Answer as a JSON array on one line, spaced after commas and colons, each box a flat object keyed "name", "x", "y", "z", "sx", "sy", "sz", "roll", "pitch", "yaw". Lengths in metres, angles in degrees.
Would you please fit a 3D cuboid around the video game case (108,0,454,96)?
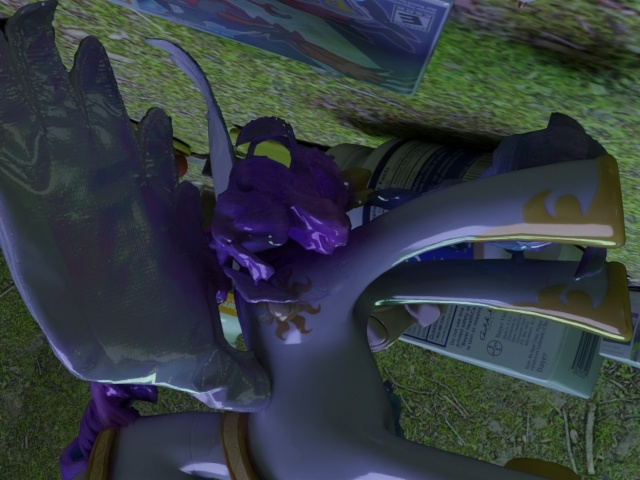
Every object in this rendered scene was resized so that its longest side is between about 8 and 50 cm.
[{"name": "video game case", "x": -0.036, "y": -0.132, "z": 0.533, "sx": 0.201, "sy": 0.023, "sz": 0.183, "roll": 17, "pitch": 175, "yaw": 1}]

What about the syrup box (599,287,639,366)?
[{"name": "syrup box", "x": 0.484, "y": 0.139, "z": 1.294, "sx": 0.236, "sy": 0.096, "sz": 0.093, "roll": 18, "pitch": 176, "yaw": -14}]

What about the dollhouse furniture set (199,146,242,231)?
[{"name": "dollhouse furniture set", "x": -0.108, "y": -0.051, "z": 1.195, "sx": 0.091, "sy": 0.114, "sz": 0.081, "roll": 20, "pitch": 171, "yaw": 1}]

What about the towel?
[{"name": "towel", "x": 0.029, "y": -0.072, "z": 1.031, "sx": 0.237, "sy": 0.021, "sz": 0.102, "roll": 17, "pitch": 170, "yaw": 25}]

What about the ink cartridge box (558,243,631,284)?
[{"name": "ink cartridge box", "x": 0.218, "y": 0.020, "z": 1.197, "sx": 0.223, "sy": 0.045, "sz": 0.224, "roll": 13, "pitch": 174, "yaw": 42}]

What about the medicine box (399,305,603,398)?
[{"name": "medicine box", "x": 0.267, "y": 0.122, "z": 1.564, "sx": 0.289, "sy": 0.149, "sz": 0.263, "roll": 16, "pitch": 175, "yaw": 29}]

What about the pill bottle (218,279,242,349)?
[{"name": "pill bottle", "x": -0.175, "y": 0.068, "z": 1.789, "sx": 0.162, "sy": 0.279, "sz": 0.162, "roll": 17, "pitch": 175, "yaw": 1}]

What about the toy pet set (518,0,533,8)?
[{"name": "toy pet set", "x": 0.034, "y": -0.106, "z": 0.321, "sx": 0.114, "sy": 0.065, "sz": 0.122, "roll": 16, "pitch": 174, "yaw": 24}]

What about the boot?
[{"name": "boot", "x": 0.109, "y": 0.073, "z": 1.368, "sx": 0.197, "sy": 0.152, "sz": 0.073, "roll": -16, "pitch": 111, "yaw": 35}]

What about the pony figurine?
[{"name": "pony figurine", "x": -0.016, "y": 0.042, "z": 0.569, "sx": 0.363, "sy": 0.351, "sz": 0.303, "roll": -6, "pitch": -174, "yaw": 16}]

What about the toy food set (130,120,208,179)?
[{"name": "toy food set", "x": -0.238, "y": -0.105, "z": 1.292, "sx": 0.217, "sy": 0.071, "sz": 0.128, "roll": 20, "pitch": 175, "yaw": -32}]

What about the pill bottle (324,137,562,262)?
[{"name": "pill bottle", "x": 0.087, "y": -0.023, "z": 0.808, "sx": 0.186, "sy": 0.112, "sz": 0.112, "roll": 14, "pitch": 174, "yaw": 37}]

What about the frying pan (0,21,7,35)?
[{"name": "frying pan", "x": -0.333, "y": -0.177, "z": 0.999, "sx": 0.326, "sy": 0.053, "sz": 0.197, "roll": 19, "pitch": 177, "yaw": 28}]
